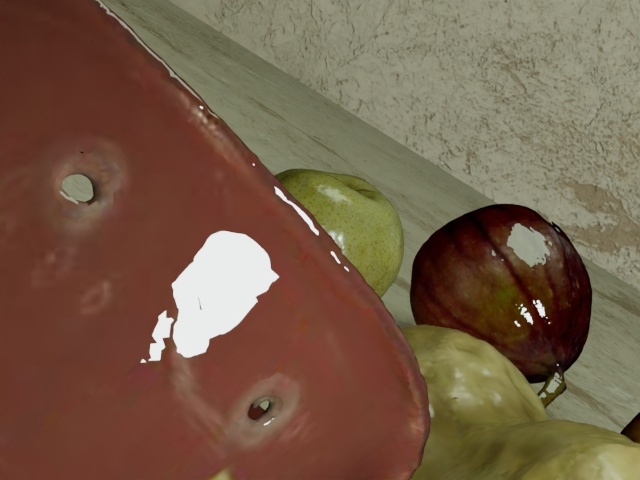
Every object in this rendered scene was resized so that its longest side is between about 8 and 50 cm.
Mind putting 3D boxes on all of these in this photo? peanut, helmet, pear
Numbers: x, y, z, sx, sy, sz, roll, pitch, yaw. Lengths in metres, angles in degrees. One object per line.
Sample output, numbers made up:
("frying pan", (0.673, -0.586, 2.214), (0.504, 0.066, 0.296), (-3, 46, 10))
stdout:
("peanut", (0.105, 0.175, 0.775), (0.169, 0.192, 0.387), (13, 19, -31))
("helmet", (-0.151, 0.053, 0.574), (0.337, 0.230, 0.385), (39, -19, 18))
("pear", (0.000, 0.000, 1.377), (0.167, 0.137, 0.167), (25, 12, -6))

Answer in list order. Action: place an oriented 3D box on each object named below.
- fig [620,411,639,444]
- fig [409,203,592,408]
("fig", (0.331, 0.225, 1.264), (0.148, 0.202, 0.149), (-31, 66, -33))
("fig", (0.215, 0.083, 1.456), (0.249, 0.186, 0.204), (49, 3, 38))
